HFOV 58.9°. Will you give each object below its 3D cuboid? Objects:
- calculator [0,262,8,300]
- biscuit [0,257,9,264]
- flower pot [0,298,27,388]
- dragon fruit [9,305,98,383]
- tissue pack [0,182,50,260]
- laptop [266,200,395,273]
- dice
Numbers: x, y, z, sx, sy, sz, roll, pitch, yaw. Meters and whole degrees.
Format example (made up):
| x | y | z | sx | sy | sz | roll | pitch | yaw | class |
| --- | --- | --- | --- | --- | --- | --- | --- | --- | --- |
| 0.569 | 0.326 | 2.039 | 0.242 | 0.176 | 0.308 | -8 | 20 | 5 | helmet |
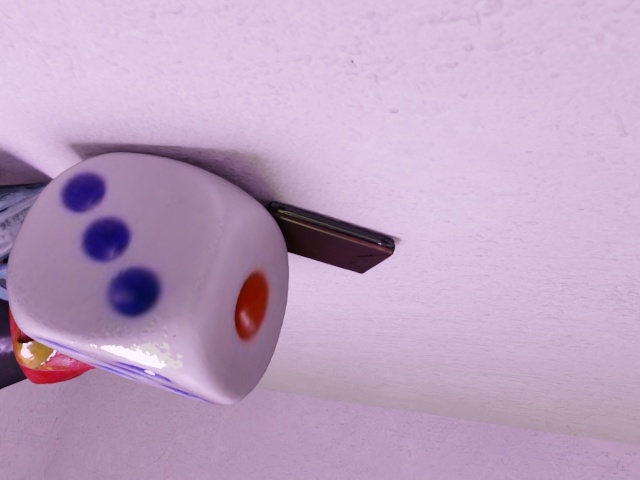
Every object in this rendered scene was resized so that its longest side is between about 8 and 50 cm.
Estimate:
| x | y | z | sx | sy | sz | roll | pitch | yaw | class |
| --- | --- | --- | --- | --- | --- | --- | --- | --- | --- |
| -0.752 | 0.107 | 1.450 | 0.302 | 0.042 | 0.188 | -6 | 153 | 5 | calculator |
| -0.866 | 0.065 | 1.491 | 0.187 | 0.052 | 0.056 | -2 | 166 | 29 | biscuit |
| -0.858 | 0.250 | 1.626 | 0.250 | 0.380 | 0.379 | -3 | 161 | -12 | flower pot |
| -0.500 | 0.150 | 1.206 | 0.225 | 0.306 | 0.305 | -7 | 160 | -9 | dragon fruit |
| -0.571 | -0.026 | 0.910 | 0.256 | 0.185 | 0.081 | -1 | 115 | 15 | tissue pack |
| 0.000 | 0.000 | 0.913 | 0.207 | 0.026 | 0.154 | 18 | 160 | -10 | laptop |
| -0.232 | 0.065 | 0.833 | 0.304 | 0.277 | 0.304 | 9 | 159 | 18 | dice |
